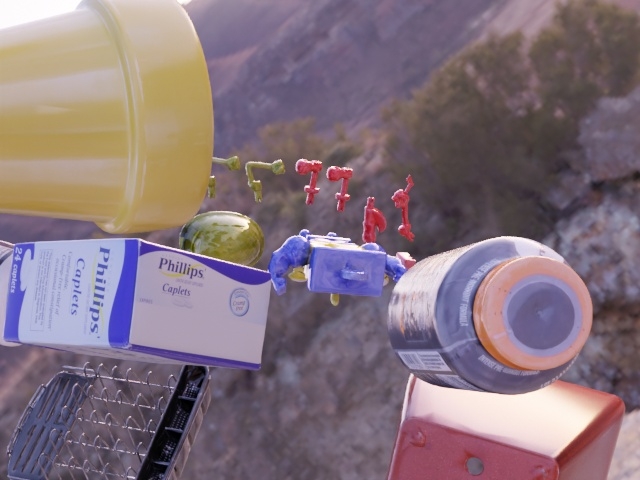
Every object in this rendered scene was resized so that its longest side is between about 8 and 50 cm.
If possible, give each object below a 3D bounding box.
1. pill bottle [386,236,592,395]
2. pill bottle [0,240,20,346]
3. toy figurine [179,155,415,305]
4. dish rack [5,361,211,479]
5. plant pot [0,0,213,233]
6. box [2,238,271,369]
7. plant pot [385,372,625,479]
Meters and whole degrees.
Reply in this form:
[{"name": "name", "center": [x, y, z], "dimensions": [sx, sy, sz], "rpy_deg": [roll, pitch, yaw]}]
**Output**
[{"name": "pill bottle", "center": [0.144, 0.065, 0.995], "dimensions": [0.130, 0.130, 0.246], "rpy_deg": [-45, 3, -11]}, {"name": "pill bottle", "center": [-0.357, 0.053, 1.272], "dimensions": [0.108, 0.194, 0.108], "rpy_deg": [15, -90, -70]}, {"name": "toy figurine", "center": [0.000, 0.000, 1.667], "dimensions": [0.217, 0.363, 0.191], "rpy_deg": [-134, 54, -67]}, {"name": "dish rack", "center": [-0.293, 0.252, 1.589], "dimensions": [0.272, 0.074, 0.208], "rpy_deg": [5, 49, 19]}, {"name": "plant pot", "center": [-0.266, -0.126, 1.196], "dimensions": [0.239, 0.253, 0.254], "rpy_deg": [-7, -10, -27]}, {"name": "box", "center": [-0.127, 0.046, 0.813], "dimensions": [0.137, 0.126, 0.072], "rpy_deg": [-2, 78, 41]}, {"name": "plant pot", "center": [0.190, 0.295, 1.387], "dimensions": [0.236, 0.268, 0.267], "rpy_deg": [-4, -72, -71]}]
